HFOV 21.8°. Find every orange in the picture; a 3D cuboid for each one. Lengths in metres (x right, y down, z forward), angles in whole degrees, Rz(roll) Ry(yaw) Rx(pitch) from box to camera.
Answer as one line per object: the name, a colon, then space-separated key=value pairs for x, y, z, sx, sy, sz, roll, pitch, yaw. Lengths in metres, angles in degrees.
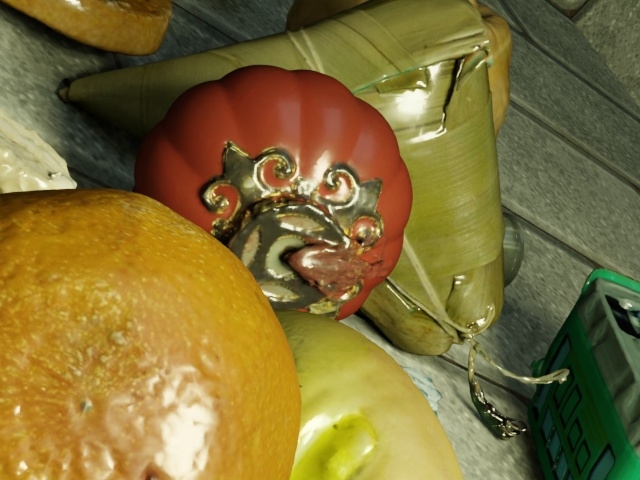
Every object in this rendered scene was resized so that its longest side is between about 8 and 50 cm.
orange: x=-0.137 y=0.087 z=0.834 sx=0.264 sy=0.264 sz=0.264 roll=38 pitch=20 yaw=-16

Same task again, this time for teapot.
teapot: x=0.162 y=0.009 z=1.904 sx=0.091 sy=0.124 sz=0.092 roll=10 pitch=77 yaw=-34

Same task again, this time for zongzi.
zongzi: x=0.000 y=0.000 z=1.572 sx=0.181 sy=0.418 sz=0.447 roll=-112 pitch=-168 yaw=-67

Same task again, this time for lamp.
lamp: x=-0.038 y=-0.027 z=1.312 sx=0.227 sy=0.227 sz=0.227 roll=38 pitch=20 yaw=-16

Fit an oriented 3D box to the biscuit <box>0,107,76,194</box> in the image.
biscuit: x=-0.348 y=-0.113 z=0.988 sx=0.426 sy=0.144 sz=0.078 roll=38 pitch=19 yaw=-19

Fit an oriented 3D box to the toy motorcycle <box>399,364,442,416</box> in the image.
toy motorcycle: x=0.022 y=0.128 z=1.207 sx=0.204 sy=0.108 sz=0.239 roll=2 pitch=44 yaw=-34

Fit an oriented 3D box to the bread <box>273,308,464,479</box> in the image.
bread: x=-0.027 y=0.125 z=0.991 sx=0.158 sy=0.261 sz=0.156 roll=-17 pitch=99 yaw=-31

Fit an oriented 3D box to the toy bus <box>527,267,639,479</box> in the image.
toy bus: x=0.314 y=0.197 z=1.581 sx=0.184 sy=0.199 sz=0.343 roll=24 pitch=22 yaw=-12

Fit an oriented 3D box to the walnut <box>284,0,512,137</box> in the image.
walnut: x=0.081 y=-0.188 z=1.855 sx=0.277 sy=0.252 sz=0.313 roll=36 pitch=20 yaw=-17

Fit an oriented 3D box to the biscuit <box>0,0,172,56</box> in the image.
biscuit: x=-0.289 y=-0.291 z=1.590 sx=0.314 sy=0.063 sz=0.367 roll=25 pitch=20 yaw=-23
